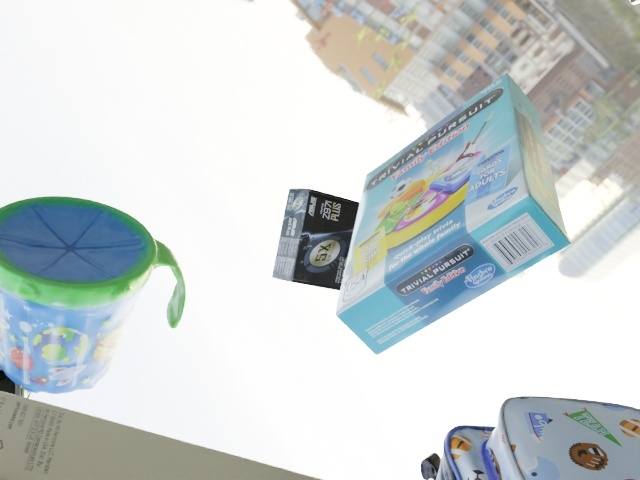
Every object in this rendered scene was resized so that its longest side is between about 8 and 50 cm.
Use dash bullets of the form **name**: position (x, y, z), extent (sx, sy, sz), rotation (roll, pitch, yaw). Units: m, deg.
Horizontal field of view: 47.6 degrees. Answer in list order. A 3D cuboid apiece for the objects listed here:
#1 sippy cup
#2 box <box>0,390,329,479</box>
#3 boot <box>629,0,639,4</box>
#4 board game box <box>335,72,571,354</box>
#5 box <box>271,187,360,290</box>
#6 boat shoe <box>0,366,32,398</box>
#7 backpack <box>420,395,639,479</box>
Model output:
- **sippy cup**: position (-0.367, 0.088, 1.040), extent (0.305, 0.224, 0.240), rotation (21, -151, 6)
- **box**: position (-0.088, 0.193, 0.443), extent (0.275, 0.113, 0.094), rotation (19, -171, -16)
- **boot**: position (0.272, -0.287, 0.515), extent (0.236, 0.085, 0.179), rotation (-31, -82, -26)
- **board game box**: position (0.155, -0.047, 0.895), extent (0.079, 0.253, 0.336), rotation (45, -151, -19)
- **box**: position (0.000, 0.000, 1.416), extent (0.147, 0.180, 0.077), rotation (13, 177, -35)
- **boat shoe**: position (-0.521, 0.316, 1.059), extent (0.109, 0.305, 0.091), rotation (25, 163, -9)
- **backpack**: position (0.241, 0.260, 0.606), extent (0.263, 0.213, 0.277), rotation (8, -143, -12)
